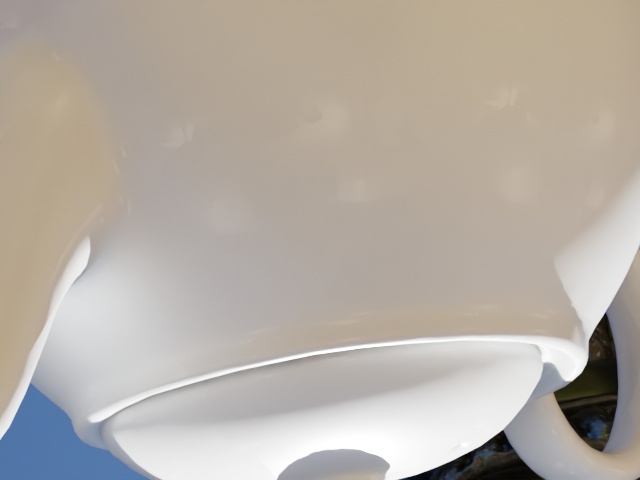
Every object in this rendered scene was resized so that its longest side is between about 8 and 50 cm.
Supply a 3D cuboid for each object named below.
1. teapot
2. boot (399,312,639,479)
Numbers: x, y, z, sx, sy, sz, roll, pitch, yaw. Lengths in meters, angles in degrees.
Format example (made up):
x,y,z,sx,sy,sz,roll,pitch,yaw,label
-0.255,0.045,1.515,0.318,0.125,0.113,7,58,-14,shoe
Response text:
x,y,z,sx,sy,sz,roll,pitch,yaw,label
0.000,0.000,0.600,0.256,0.252,0.187,-9,-104,-4,teapot
0.050,0.125,0.809,0.348,0.131,0.260,-3,-147,-27,boot
